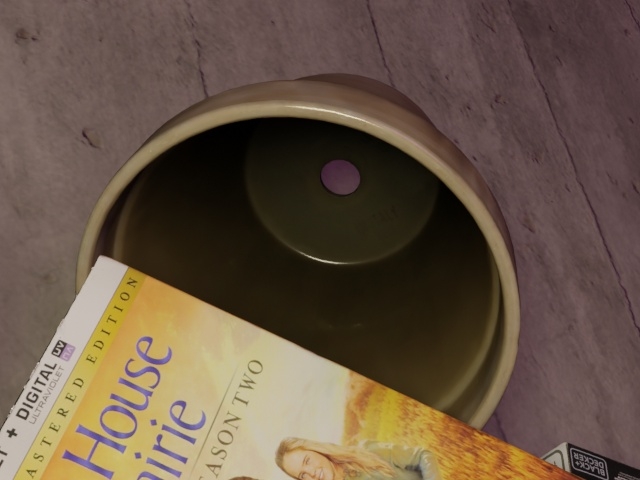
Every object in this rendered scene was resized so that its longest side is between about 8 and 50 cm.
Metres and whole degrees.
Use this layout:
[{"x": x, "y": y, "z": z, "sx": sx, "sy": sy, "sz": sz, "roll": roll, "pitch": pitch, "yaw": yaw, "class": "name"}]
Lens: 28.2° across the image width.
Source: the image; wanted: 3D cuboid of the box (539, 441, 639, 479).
[{"x": 0.180, "y": 0.323, "z": 0.963, "sx": 0.087, "sy": 0.169, "sz": 0.290, "roll": 23, "pitch": 44, "yaw": -24, "class": "box"}]

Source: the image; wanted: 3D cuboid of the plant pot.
[{"x": 0.000, "y": 0.000, "z": 1.022, "sx": 0.323, "sy": 0.323, "sz": 0.280, "roll": 36, "pitch": 25, "yaw": -8, "class": "plant pot"}]

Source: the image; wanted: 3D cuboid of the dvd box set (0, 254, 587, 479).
[{"x": -0.015, "y": 0.216, "z": 0.806, "sx": 0.420, "sy": 0.062, "sz": 0.308, "roll": 26, "pitch": 50, "yaw": -3, "class": "dvd box set"}]
